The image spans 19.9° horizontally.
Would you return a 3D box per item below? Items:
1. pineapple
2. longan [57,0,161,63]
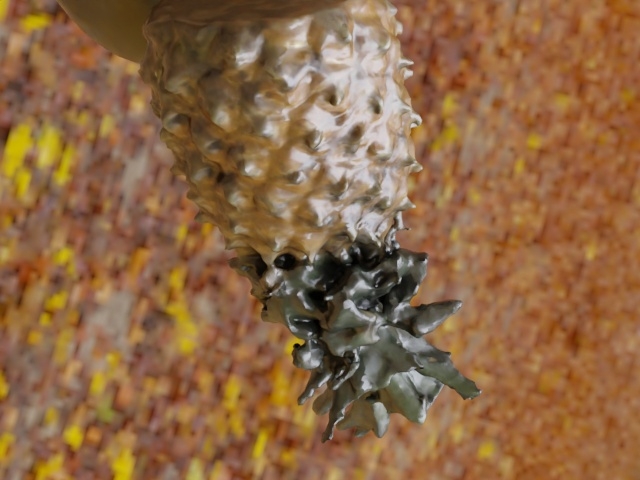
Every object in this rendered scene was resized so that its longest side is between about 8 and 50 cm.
[{"bbox_3d":[0.000,0.000,1.127,0.169,0.169,0.340,-53,136,-52],"label":"pineapple"},{"bbox_3d":[-0.088,-0.238,1.264,0.215,0.246,0.246,124,-10,-65],"label":"longan"}]
